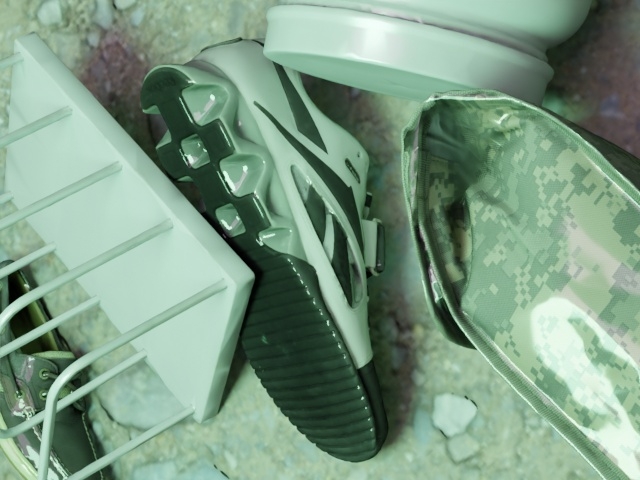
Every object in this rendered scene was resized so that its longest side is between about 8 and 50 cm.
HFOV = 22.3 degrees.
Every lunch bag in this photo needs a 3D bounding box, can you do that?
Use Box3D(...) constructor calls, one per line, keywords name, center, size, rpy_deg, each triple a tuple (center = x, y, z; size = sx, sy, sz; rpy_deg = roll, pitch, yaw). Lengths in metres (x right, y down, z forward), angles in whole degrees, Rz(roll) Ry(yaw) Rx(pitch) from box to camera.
Box3D(name="lunch bag", center=(0.183, 0.027, 1.057), size=(0.287, 0.235, 0.169), rpy_deg=(45, 103, 22))

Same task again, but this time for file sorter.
Box3D(name="file sorter", center=(-0.214, 0.025, 1.236), size=(0.278, 0.173, 0.193), rpy_deg=(46, 147, 21))

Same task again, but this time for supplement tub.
Box3D(name="supplement tub", center=(0.090, -0.265, 1.129), size=(0.235, 0.235, 0.325), rpy_deg=(12, 90, 26))

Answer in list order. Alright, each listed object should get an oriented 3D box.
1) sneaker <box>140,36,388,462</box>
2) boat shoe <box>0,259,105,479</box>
Box3D(name="sneaker", center=(0.000, 0.000, 1.215), size=(0.122, 0.146, 0.331), rpy_deg=(-9, 105, 51))
Box3D(name="boat shoe", center=(-0.233, 0.113, 1.332), size=(0.073, 0.080, 0.223), rpy_deg=(-42, 65, 21))
